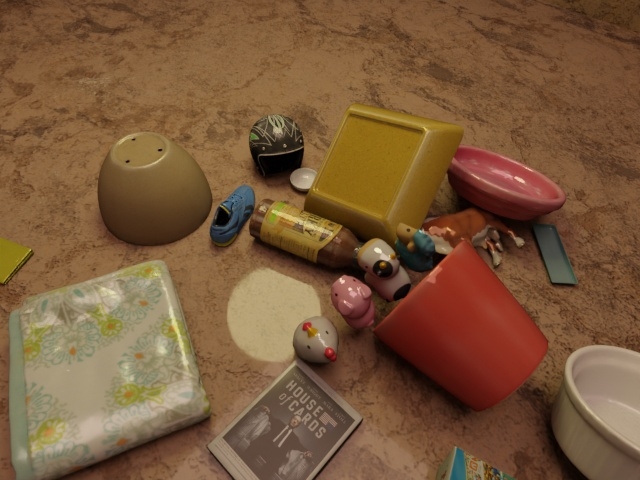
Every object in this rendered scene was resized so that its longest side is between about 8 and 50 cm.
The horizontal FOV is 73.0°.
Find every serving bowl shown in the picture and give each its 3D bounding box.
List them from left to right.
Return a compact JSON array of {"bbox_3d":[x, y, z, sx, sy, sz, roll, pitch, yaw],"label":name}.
[{"bbox_3d":[-0.045,-0.167,1.226,0.083,0.027,0.083,2,51,-3],"label":"serving bowl"}]

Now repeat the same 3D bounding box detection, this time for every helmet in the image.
[{"bbox_3d":[-0.123,-0.272,1.217,0.169,0.162,0.170,2,52,-3],"label":"helmet"}]

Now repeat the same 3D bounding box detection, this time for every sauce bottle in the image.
[{"bbox_3d":[0.000,0.000,1.049,0.344,0.111,0.111,20,53,10],"label":"sauce bottle"}]

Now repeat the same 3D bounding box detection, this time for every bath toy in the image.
[{"bbox_3d":[0.085,0.117,0.886,0.348,0.129,0.151,-43,105,-10],"label":"bath toy"}]

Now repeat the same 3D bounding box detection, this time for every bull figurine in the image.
[{"bbox_3d":[0.354,-0.004,1.069,0.310,0.101,0.188,-22,63,-31],"label":"bull figurine"}]

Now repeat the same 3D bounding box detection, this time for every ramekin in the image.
[{"bbox_3d":[0.561,0.330,0.770,0.277,0.135,0.277,6,29,-3],"label":"ramekin"}]

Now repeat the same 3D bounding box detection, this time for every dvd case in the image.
[{"bbox_3d":[-0.062,0.361,0.812,0.179,0.030,0.238,37,59,22],"label":"dvd case"}]

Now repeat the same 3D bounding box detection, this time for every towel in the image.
[{"bbox_3d":[-0.809,0.028,1.020,0.237,0.021,0.102,17,58,8],"label":"towel"},{"bbox_3d":[-0.420,0.228,0.850,0.320,0.090,0.375,-18,56,-17],"label":"towel"}]

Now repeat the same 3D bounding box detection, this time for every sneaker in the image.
[{"bbox_3d":[-0.222,-0.082,1.113,0.069,0.082,0.209,14,51,9],"label":"sneaker"}]

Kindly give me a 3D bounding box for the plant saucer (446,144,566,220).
[{"bbox_3d":[0.479,-0.154,1.169,0.331,0.084,0.332,14,31,-9],"label":"plant saucer"}]

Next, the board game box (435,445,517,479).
[{"bbox_3d":[0.309,0.505,0.658,0.303,0.098,0.224,24,38,14],"label":"board game box"}]

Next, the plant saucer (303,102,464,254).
[{"bbox_3d":[0.125,-0.176,1.054,0.332,0.081,0.333,25,89,34],"label":"plant saucer"}]

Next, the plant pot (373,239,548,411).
[{"bbox_3d":[0.279,0.176,0.852,0.275,0.275,0.243,-37,73,-28],"label":"plant pot"}]

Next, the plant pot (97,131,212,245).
[{"bbox_3d":[-0.427,-0.157,1.085,0.283,0.191,0.284,2,51,-3],"label":"plant pot"}]

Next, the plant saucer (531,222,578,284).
[{"bbox_3d":[0.605,0.034,1.129,0.067,0.018,0.192,4,53,-2],"label":"plant saucer"}]
